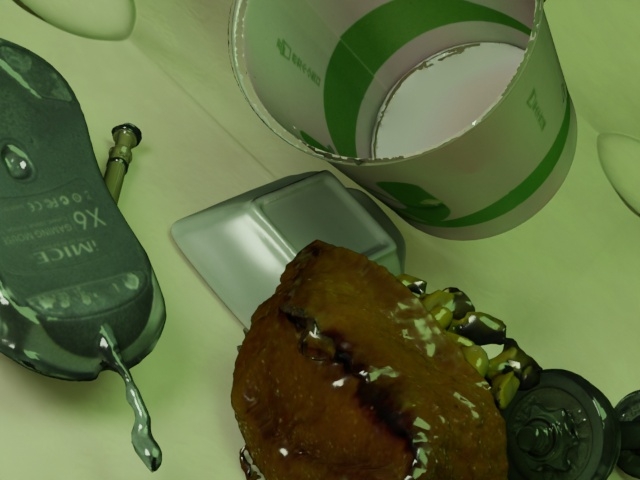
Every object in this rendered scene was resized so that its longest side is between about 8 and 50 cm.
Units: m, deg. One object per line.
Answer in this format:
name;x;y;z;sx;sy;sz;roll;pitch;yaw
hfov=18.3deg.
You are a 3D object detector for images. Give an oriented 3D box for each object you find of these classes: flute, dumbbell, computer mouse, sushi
flute;-0.166;-0.015;1.511;0.027;0.027;0.233;30;35;-16
dumbbell;0.244;0.162;1.655;0.254;0.110;0.110;5;47;-49
computer mouse;-0.209;0.009;1.388;0.167;0.090;0.379;-11;63;-41
sushi;0.050;0.127;1.442;0.179;0.166;0.296;11;24;-46

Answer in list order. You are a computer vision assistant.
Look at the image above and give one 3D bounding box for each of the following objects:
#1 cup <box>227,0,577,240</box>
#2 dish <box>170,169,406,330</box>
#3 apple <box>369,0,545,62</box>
cup;0.089;-0.134;1.629;0.253;0.253;0.274;61;8;27
dish;0.000;0.000;1.626;0.154;0.064;0.234;48;32;11
apple;0.066;-0.328;1.828;0.338;0.338;0.305;8;35;-40
